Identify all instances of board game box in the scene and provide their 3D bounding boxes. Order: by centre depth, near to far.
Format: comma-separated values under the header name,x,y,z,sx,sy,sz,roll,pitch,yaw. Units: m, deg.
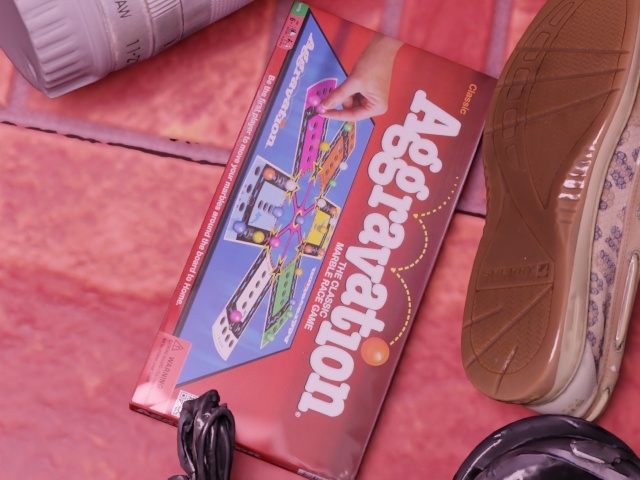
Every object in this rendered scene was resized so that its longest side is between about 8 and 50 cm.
name,x,y,z,sx,sy,sz,roll,pitch,yaw
board game box,0.000,0.000,1.119,0.145,0.027,0.281,21,74,-1

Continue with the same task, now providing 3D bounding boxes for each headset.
name,x,y,z,sx,sy,sz,roll,pitch,yaw
headset,0.114,0.157,0.981,0.394,0.243,0.185,-6,99,17

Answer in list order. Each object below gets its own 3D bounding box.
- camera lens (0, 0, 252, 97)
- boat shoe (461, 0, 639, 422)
name,x,y,z,sx,sy,sz,roll,pitch,yaw
camera lens,-0.094,-0.239,1.072,0.274,0.219,0.219,-30,80,-13
boat shoe,0.159,-0.029,1.116,0.089,0.104,0.285,26,75,-40
